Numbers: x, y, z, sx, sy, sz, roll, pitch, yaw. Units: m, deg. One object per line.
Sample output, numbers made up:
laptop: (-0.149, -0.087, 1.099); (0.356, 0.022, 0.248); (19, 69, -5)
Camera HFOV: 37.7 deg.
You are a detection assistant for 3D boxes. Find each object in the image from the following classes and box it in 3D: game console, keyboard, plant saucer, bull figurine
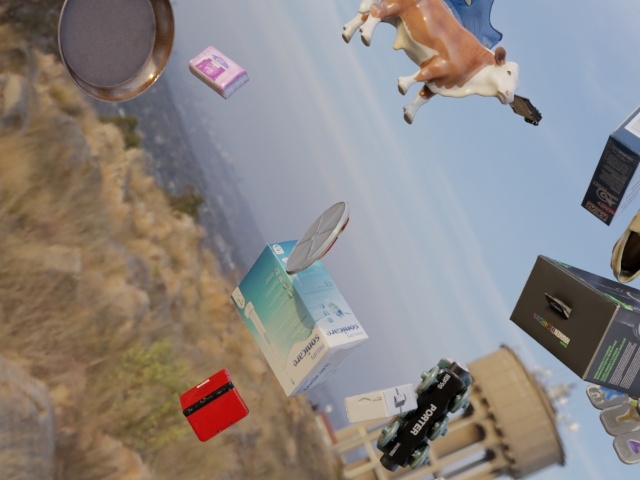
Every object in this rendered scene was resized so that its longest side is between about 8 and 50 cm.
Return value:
game console: (-0.267, 0.411, 2.353); (0.085, 0.144, 0.124); (59, -2, -26)
keyboard: (0.542, -0.351, 2.494); (0.108, 0.023, 0.180); (52, 3, -18)
plant saucer: (-0.250, -0.252, 1.135); (0.029, 0.168, 0.168); (22, -35, 40)
bull figurine: (0.182, -0.309, 1.537); (0.310, 0.188, 0.101); (53, -13, 17)

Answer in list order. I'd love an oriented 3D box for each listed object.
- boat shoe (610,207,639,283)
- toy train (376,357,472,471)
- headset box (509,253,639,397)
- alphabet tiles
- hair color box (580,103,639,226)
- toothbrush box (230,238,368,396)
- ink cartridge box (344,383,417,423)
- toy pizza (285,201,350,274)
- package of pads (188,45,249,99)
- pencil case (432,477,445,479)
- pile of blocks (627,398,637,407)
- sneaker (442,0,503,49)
boat shoe: (0.707, -0.030, 1.962); (0.103, 0.113, 0.302); (-58, 170, -50)
toy train: (0.265, 0.442, 2.409); (0.142, 0.333, 0.190); (35, 5, 2)
headset box: (0.480, 0.148, 1.516); (0.131, 0.283, 0.246); (-68, -160, 11)
alphabet tiles: (0.631, 0.290, 1.662); (0.021, 0.278, 0.284); (83, -7, -47)
hair color box: (0.812, -0.203, 2.479); (0.105, 0.174, 0.347); (41, -21, 21)
toothbrush box: (-0.055, 0.176, 2.171); (0.295, 0.126, 0.216); (58, -47, 25)
ink cartridge box: (0.128, 0.344, 1.979); (0.135, 0.099, 0.056); (0, 76, -57)
toy pizza: (0.000, 0.000, 1.993); (0.032, 0.201, 0.201); (41, 5, -15)
package of pads: (-0.153, -0.252, 1.408); (0.083, 0.050, 0.032); (39, -20, 26)
pencil case: (0.182, 0.409, 1.093); (0.273, 0.124, 0.113); (47, -39, 0)
pile of blocks: (0.768, 0.395, 1.979); (0.362, 0.149, 0.112); (-10, -102, 46)
sneaker: (0.277, -0.523, 1.895); (0.129, 0.147, 0.330); (-107, 170, -60)
